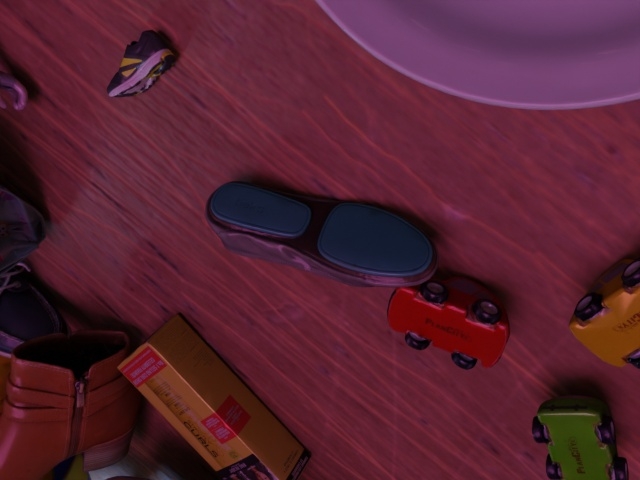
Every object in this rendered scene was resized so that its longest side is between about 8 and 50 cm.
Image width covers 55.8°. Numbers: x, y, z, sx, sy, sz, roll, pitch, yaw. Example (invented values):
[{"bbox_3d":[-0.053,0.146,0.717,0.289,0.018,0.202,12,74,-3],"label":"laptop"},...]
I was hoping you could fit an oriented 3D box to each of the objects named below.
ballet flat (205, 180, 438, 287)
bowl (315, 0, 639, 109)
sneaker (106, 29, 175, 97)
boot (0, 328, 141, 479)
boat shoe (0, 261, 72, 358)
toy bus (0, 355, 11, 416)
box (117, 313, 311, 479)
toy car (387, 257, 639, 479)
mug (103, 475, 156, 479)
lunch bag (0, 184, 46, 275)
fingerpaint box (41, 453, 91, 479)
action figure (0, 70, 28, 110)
[{"bbox_3d":[0.000,0.000,0.525,0.213,0.072,0.068,17,151,20],"label":"ballet flat"},{"bbox_3d":[0.117,-0.222,0.278,0.298,0.134,0.298,13,122,21],"label":"bowl"},{"bbox_3d":[-0.162,-0.155,0.536,0.083,0.031,0.035,-24,91,32],"label":"sneaker"},{"bbox_3d":[-0.351,0.219,0.710,0.109,0.283,0.220,54,141,41],"label":"boot"},{"bbox_3d":[-0.418,0.057,0.756,0.254,0.095,0.079,35,140,17],"label":"boat shoe"},{"bbox_3d":[-0.507,0.182,0.800,0.220,0.211,0.149,26,128,14],"label":"toy bus"},{"bbox_3d":[-0.122,0.199,0.700,0.232,0.058,0.087,49,129,-5],"label":"box"},{"bbox_3d":[0.193,0.110,0.485,0.239,0.053,0.225,-10,113,33],"label":"toy car"},{"bbox_3d":[-0.139,0.439,0.664,0.328,0.374,0.276,4,82,14],"label":"mug"},{"bbox_3d":[-0.461,-0.032,0.629,0.223,0.262,0.160,15,95,22],"label":"lunch bag"},{"bbox_3d":[-0.508,0.477,0.703,0.371,0.445,0.163,-9,112,3],"label":"fingerpaint box"},{"bbox_3d":[-0.447,-0.243,0.567,0.370,0.248,0.276,-13,84,34],"label":"action figure"}]
